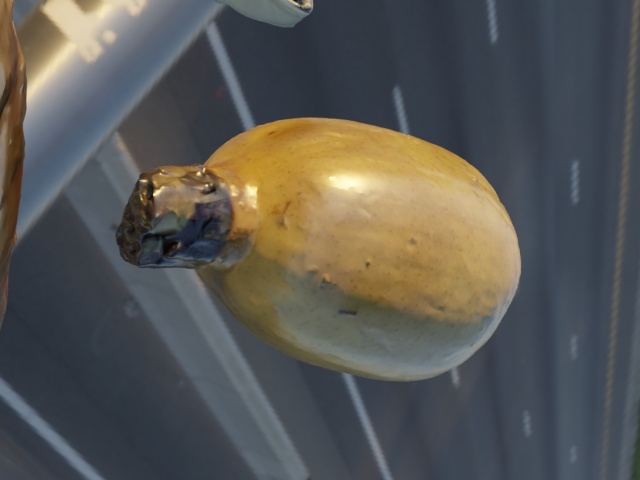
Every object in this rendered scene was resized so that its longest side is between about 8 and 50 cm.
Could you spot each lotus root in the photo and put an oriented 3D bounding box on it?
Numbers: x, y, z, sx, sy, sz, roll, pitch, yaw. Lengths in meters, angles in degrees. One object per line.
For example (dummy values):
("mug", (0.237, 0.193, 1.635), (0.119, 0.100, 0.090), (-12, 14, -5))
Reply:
("lotus root", (0.000, 0.000, 0.805), (0.310, 0.183, 0.182), (12, 106, -38))

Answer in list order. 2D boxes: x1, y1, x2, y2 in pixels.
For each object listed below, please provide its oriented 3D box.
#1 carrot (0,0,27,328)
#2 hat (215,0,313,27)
("carrot", (-0.158, 0.019, 0.368), (0.139, 0.139, 0.302), (-44, 164, -35))
("hat", (-0.109, -0.355, 1.187), (0.301, 0.168, 0.257), (26, 65, -40))
